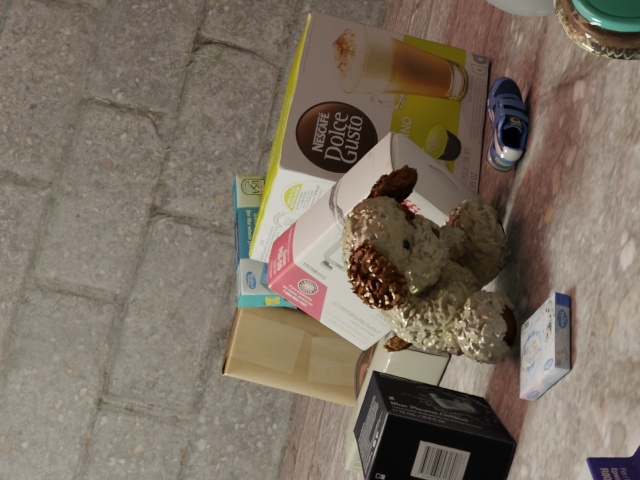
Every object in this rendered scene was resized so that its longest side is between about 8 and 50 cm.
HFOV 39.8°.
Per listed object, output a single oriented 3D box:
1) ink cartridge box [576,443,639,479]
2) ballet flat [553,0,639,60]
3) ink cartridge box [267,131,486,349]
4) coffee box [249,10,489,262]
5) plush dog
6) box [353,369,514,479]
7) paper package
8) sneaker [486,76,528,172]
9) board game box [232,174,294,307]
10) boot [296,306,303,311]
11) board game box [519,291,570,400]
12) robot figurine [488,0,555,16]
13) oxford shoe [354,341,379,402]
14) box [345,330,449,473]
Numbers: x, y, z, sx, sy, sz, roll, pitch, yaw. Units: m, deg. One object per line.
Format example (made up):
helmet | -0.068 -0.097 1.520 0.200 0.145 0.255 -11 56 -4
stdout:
ink cartridge box | 0.223 0.272 0.654 0.223 0.045 0.224 -88 14 -66
ballet flat | 0.315 -0.317 0.806 0.182 0.163 0.483 68 -144 -61
ink cartridge box | 0.087 0.006 1.331 0.283 0.207 0.117 -42 24 30
coffee box | 0.079 -0.144 1.601 0.338 0.334 0.338 114 168 -61
plush dog | 0.112 0.035 1.122 0.210 0.225 0.262 -29 31 28
box | 0.131 0.239 1.072 0.158 0.155 0.093 -110 35 -80
paper package | -0.039 0.239 1.900 0.309 0.324 0.168 141 143 -82
sneaker | 0.269 -0.171 1.254 0.059 0.053 0.144 118 156 -70
board game box | 0.000 0.000 1.752 0.079 0.335 0.254 116 152 -63
boot | 0.075 0.150 2.086 0.161 0.246 0.084 -2 90 40
board game box | 0.243 0.116 0.961 0.090 0.020 0.090 113 170 -57
robot figurine | 0.228 -0.364 0.987 0.200 0.300 0.353 -51 -16 19
oxford shoe | 0.118 0.223 1.630 0.096 0.082 0.227 179 104 -80
box | 0.121 0.254 1.450 0.113 0.094 0.275 -86 12 -58
